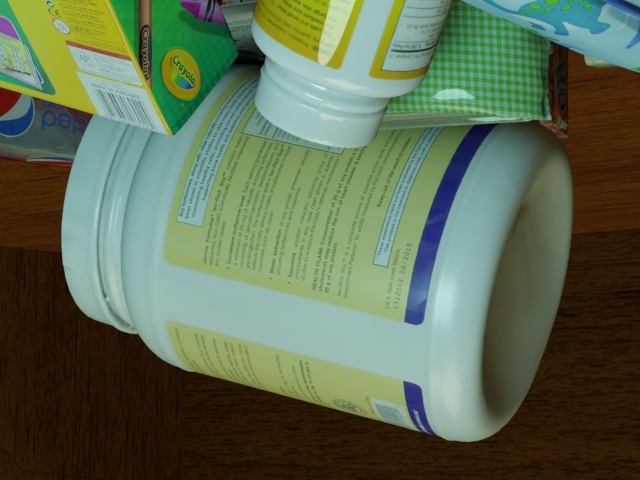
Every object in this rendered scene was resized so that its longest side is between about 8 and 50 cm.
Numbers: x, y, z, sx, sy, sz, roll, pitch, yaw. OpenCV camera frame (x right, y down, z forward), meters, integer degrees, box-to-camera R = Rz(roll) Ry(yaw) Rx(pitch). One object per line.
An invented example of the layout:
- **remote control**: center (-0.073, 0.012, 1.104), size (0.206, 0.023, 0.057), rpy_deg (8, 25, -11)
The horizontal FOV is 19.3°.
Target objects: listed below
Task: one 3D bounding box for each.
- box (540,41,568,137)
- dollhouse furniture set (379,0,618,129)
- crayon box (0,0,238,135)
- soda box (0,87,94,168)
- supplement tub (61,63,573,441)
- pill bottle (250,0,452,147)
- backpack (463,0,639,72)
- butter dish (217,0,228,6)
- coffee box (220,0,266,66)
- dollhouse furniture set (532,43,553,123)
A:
- **box**: center (0.091, -0.158, 1.706), size (0.257, 0.128, 0.122), rpy_deg (-1, 173, 18)
- **dollhouse furniture set**: center (0.118, -0.184, 1.201), size (0.301, 0.197, 0.151), rpy_deg (-3, 173, 22)
- **crayon box**: center (-0.203, -0.176, 1.170), size (0.278, 0.081, 0.165), rpy_deg (17, 149, 30)
- **soda box**: center (-0.327, -0.136, 2.067), size (0.263, 0.092, 0.083), rpy_deg (8, 170, -43)
- **supplement tub**: center (0.000, 0.000, 1.409), size (0.331, 0.241, 0.241), rpy_deg (14, 178, 21)
- **pill bottle**: center (0.028, -0.170, 1.167), size (0.117, 0.215, 0.117), rpy_deg (16, -155, -8)
- **backpack**: center (0.099, -0.207, 0.831), size (0.290, 0.273, 0.355), rpy_deg (40, 180, 32)
- **butter dish**: center (-0.093, -0.225, 1.213), size (0.118, 0.160, 0.160), rpy_deg (30, 157, -21)
- **coffee box**: center (-0.098, -0.197, 1.435), size (0.297, 0.119, 0.168), rpy_deg (-3, 172, 34)
- **dollhouse furniture set**: center (0.146, -0.168, 1.394), size (0.101, 0.182, 0.161), rpy_deg (5, 172, -30)
